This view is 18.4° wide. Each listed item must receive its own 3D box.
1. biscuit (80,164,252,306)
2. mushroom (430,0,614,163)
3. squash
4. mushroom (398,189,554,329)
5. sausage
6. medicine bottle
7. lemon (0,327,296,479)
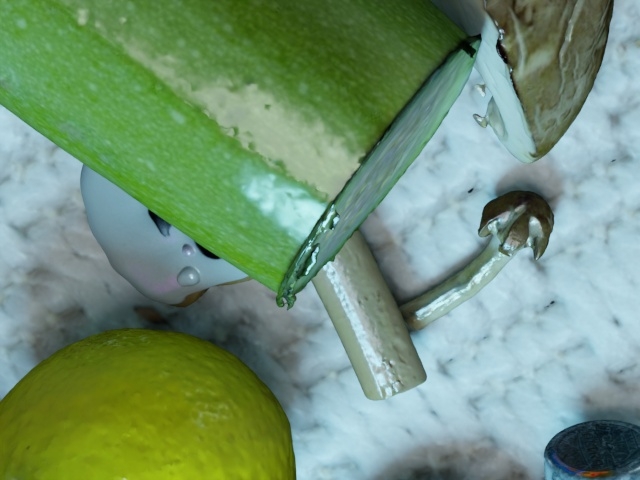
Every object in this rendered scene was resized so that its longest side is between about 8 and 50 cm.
[{"bbox_3d":[-0.117,-0.031,1.656,0.208,0.049,0.181,-17,110,39],"label":"biscuit"},{"bbox_3d":[0.161,-0.208,1.539,0.151,0.156,0.286,-30,114,-10],"label":"mushroom"},{"bbox_3d":[-0.097,-0.158,1.471,0.384,0.263,0.263,36,116,2],"label":"squash"},{"bbox_3d":[0.126,0.026,1.687,0.060,0.061,0.187,39,119,-12],"label":"mushroom"},{"bbox_3d":[0.002,-0.001,1.676,0.066,0.066,0.301,-22,107,17],"label":"sausage"},{"bbox_3d":[0.260,0.308,1.762,0.141,0.141,0.293,-3,116,8],"label":"medicine bottle"},{"bbox_3d":[-0.155,0.207,1.688,0.293,0.293,0.293,3,117,6],"label":"lemon"}]
